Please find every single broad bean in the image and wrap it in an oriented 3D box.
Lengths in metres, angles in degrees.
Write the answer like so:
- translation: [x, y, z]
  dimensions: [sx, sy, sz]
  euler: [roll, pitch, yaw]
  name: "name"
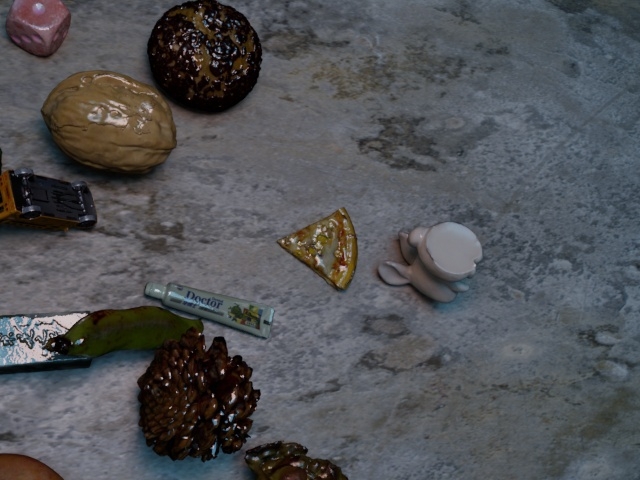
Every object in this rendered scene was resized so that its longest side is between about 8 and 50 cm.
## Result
- translation: [-0.324, 0.152, 1.207]
  dimensions: [0.339, 0.061, 0.077]
  euler: [-1, 79, -49]
  name: "broad bean"

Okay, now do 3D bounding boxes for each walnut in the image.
- translation: [-0.388, -0.218, 1.314]
  dimensions: [0.245, 0.198, 0.198]
  euler: [9, 68, -22]
  name: "walnut"

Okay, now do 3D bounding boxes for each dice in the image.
- translation: [-0.546, -0.422, 1.375]
  dimensions: [0.093, 0.091, 0.094]
  euler: [29, 64, -11]
  name: "dice"

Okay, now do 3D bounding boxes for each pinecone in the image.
- translation: [-0.203, 0.271, 1.207]
  dimensions: [0.222, 0.221, 0.221]
  euler: [7, 69, -20]
  name: "pinecone"

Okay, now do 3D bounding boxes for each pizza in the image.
- translation: [0.000, 0.000, 1.476]
  dimensions: [0.176, 0.036, 0.184]
  euler: [18, 65, -15]
  name: "pizza"

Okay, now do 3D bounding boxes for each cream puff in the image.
- translation: [-0.232, -0.385, 1.448]
  dimensions: [0.239, 0.165, 0.238]
  euler: [9, 66, -19]
  name: "cream puff"

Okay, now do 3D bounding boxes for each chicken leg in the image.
- translation: [-0.106, 0.456, 1.211]
  dimensions: [0.361, 0.140, 0.211]
  euler: [-4, 81, -27]
  name: "chicken leg"

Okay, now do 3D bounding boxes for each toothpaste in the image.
- translation: [-0.208, 0.124, 1.349]
  dimensions: [0.256, 0.037, 0.067]
  euler: [19, 61, -19]
  name: "toothpaste"

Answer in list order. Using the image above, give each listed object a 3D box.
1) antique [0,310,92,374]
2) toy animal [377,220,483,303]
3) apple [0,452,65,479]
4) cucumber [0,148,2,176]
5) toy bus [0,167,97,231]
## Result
- translation: [-0.481, 0.172, 1.190]
  dimensions: [0.183, 0.086, 0.088]
  euler: [-2, 72, -23]
  name: "antique"
- translation: [0.234, 0.040, 1.468]
  dimensions: [0.179, 0.193, 0.127]
  euler: [28, 66, -8]
  name: "toy animal"
- translation: [-0.472, 0.442, 1.037]
  dimensions: [0.261, 0.194, 0.260]
  euler: [9, 66, -20]
  name: "apple"
- translation: [-0.598, -0.057, 1.239]
  dimensions: [0.068, 0.067, 0.293]
  euler: [6, 69, -20]
  name: "cucumber"
- translation: [-0.485, -0.064, 1.247]
  dimensions: [0.194, 0.088, 0.083]
  euler: [13, 57, -65]
  name: "toy bus"
